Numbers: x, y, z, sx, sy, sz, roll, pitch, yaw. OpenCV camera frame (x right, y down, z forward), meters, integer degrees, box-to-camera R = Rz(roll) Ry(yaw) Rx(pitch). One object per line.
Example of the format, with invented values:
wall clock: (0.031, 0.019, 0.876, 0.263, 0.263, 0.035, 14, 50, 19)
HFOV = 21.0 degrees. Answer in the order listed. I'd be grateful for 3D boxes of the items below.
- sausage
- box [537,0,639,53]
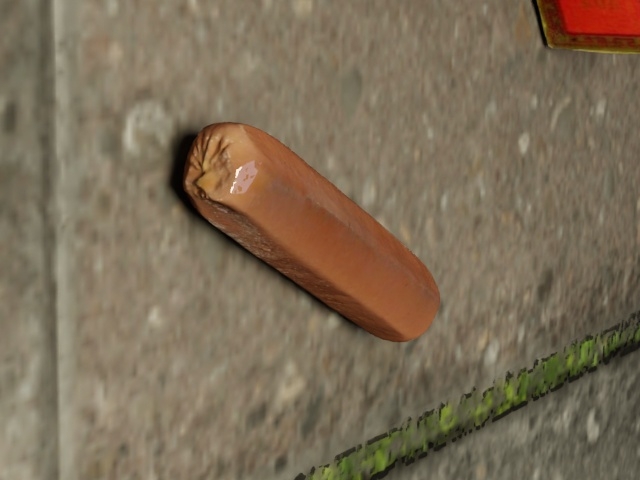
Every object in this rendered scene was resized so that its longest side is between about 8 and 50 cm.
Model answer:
sausage: (0.000, 0.000, 0.563, 0.147, 0.035, 0.030, 39, 60, -56)
box: (0.120, -0.213, 0.682, 0.153, 0.074, 0.239, -60, 141, -39)
